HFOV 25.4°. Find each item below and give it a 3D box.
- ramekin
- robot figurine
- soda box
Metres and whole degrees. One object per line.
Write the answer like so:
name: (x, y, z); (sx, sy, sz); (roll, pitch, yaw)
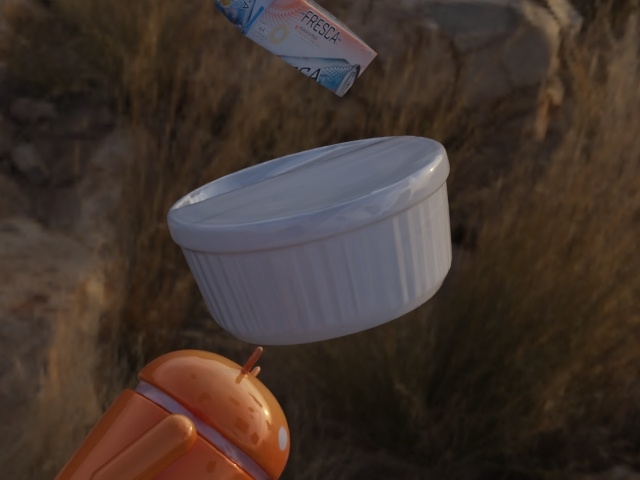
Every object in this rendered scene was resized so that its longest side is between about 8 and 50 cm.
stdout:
ramekin: (0.000, 0.000, 1.336); (0.273, 0.127, 0.273); (-13, 16, 4)
robot figurine: (-0.107, 0.167, 0.979); (0.128, 0.158, 0.219); (21, 69, 48)
soda box: (-0.022, -0.208, 1.407); (0.058, 0.063, 0.183); (47, 13, 34)
